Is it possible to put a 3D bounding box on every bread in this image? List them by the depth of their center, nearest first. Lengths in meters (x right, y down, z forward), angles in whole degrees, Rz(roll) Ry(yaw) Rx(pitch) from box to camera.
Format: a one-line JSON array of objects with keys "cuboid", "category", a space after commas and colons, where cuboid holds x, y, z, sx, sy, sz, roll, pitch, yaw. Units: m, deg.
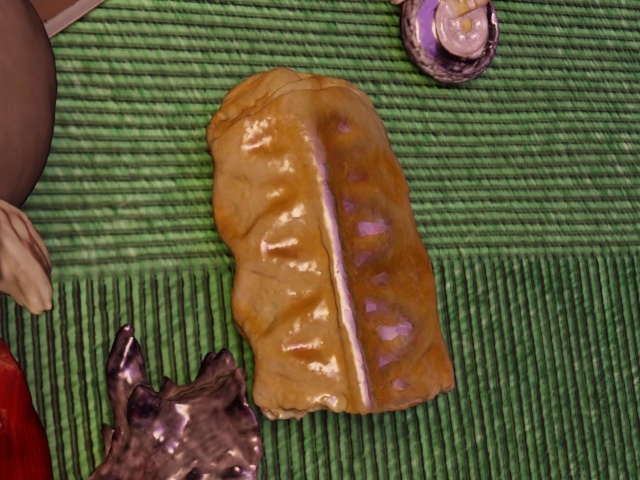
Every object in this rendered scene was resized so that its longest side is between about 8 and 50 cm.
[{"cuboid": [0.000, 0.000, 0.855, 0.152, 0.130, 0.268, -10, 83, -23], "category": "bread"}]

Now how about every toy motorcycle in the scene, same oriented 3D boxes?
[{"cuboid": [0.131, -0.318, 0.993, 0.223, 0.108, 0.341, 40, 73, -20], "category": "toy motorcycle"}]

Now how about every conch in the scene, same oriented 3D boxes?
[{"cuboid": [-0.078, 0.210, 0.717, 0.186, 0.240, 0.313, 14, 61, -37], "category": "conch"}]

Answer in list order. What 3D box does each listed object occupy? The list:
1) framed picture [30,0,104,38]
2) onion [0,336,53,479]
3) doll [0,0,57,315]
[{"cuboid": [-0.229, -0.246, 0.858, 0.142, 0.011, 0.183, -43, 99, -26], "category": "framed picture"}, {"cuboid": [-0.252, 0.110, 0.651, 0.161, 0.248, 0.248, -38, 97, -21], "category": "onion"}, {"cuboid": [-0.295, -0.093, 0.497, 0.252, 0.378, 0.382, -29, 117, 3], "category": "doll"}]
